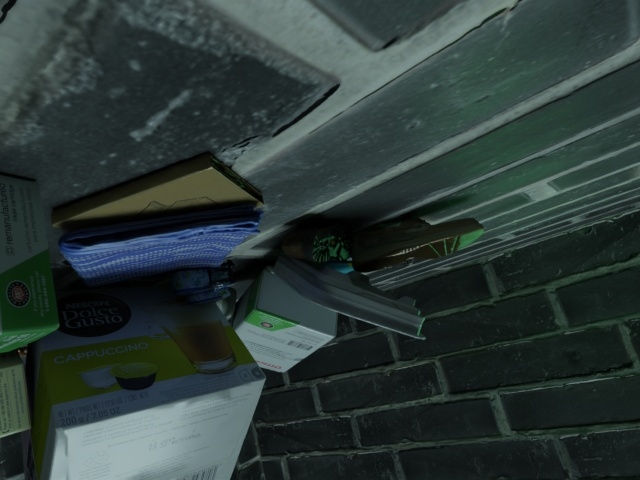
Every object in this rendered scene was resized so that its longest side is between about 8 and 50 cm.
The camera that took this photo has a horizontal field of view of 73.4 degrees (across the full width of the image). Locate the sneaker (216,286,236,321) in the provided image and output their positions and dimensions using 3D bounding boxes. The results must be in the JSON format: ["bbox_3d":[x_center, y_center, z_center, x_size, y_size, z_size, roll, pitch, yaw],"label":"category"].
[{"bbox_3d":[-0.340,0.184,1.167,0.146,0.122,0.330,7,157,-24],"label":"sneaker"}]

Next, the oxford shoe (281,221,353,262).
[{"bbox_3d":[0.000,0.000,0.858,0.096,0.082,0.227,4,179,28],"label":"oxford shoe"}]

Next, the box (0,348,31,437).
[{"bbox_3d":[-0.634,0.259,0.702,0.243,0.117,0.214,-7,-172,-40],"label":"box"}]

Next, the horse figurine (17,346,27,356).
[{"bbox_3d":[-0.852,0.274,1.029,0.264,0.066,0.174,-13,161,-19],"label":"horse figurine"}]

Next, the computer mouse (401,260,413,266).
[{"bbox_3d":[0.206,0.053,1.339,0.193,0.042,0.106,-8,143,-10],"label":"computer mouse"}]

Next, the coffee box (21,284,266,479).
[{"bbox_3d":[-0.366,0.313,0.840,0.338,0.334,0.338,1,118,-39],"label":"coffee box"}]

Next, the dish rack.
[{"bbox_3d":[0.053,0.100,0.924,0.286,0.072,0.333,23,180,-23],"label":"dish rack"}]

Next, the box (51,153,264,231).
[{"bbox_3d":[-0.190,-0.042,0.541,0.201,0.021,0.164,-18,167,9],"label":"box"}]

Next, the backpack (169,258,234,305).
[{"bbox_3d":[-0.243,0.089,0.879,0.115,0.084,0.105,-4,172,-34],"label":"backpack"}]

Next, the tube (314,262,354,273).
[{"bbox_3d":[0.030,0.082,1.158,0.207,0.052,0.080,-1,169,-39],"label":"tube"}]

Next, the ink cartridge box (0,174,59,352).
[{"bbox_3d":[-0.331,0.015,0.323,0.087,0.152,0.208,-21,167,22],"label":"ink cartridge box"}]

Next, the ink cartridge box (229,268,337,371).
[{"bbox_3d":[-0.118,0.217,1.097,0.211,0.121,0.289,23,138,-20],"label":"ink cartridge box"}]

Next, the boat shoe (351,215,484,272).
[{"bbox_3d":[0.212,-0.010,0.983,0.303,0.098,0.109,-16,154,12],"label":"boat shoe"}]

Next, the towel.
[{"bbox_3d":[-0.240,0.024,0.656,0.243,0.040,0.336,-10,171,-25],"label":"towel"}]

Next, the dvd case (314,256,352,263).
[{"bbox_3d":[0.116,0.046,1.192,0.253,0.022,0.180,-3,164,-17],"label":"dvd case"}]
